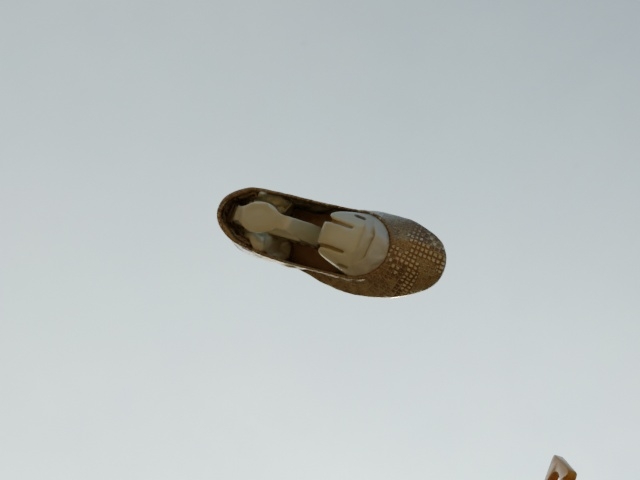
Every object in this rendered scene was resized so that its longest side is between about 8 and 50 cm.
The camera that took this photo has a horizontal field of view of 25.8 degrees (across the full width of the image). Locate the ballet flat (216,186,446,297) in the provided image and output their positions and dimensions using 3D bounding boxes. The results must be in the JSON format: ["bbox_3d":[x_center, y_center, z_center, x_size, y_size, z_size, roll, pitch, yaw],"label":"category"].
[{"bbox_3d":[0.000,0.000,1.121,0.206,0.067,0.073,9,-98,31],"label":"ballet flat"}]

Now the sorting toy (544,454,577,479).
[{"bbox_3d":[0.219,0.396,1.475,0.047,0.196,0.347,17,-72,-7],"label":"sorting toy"}]
